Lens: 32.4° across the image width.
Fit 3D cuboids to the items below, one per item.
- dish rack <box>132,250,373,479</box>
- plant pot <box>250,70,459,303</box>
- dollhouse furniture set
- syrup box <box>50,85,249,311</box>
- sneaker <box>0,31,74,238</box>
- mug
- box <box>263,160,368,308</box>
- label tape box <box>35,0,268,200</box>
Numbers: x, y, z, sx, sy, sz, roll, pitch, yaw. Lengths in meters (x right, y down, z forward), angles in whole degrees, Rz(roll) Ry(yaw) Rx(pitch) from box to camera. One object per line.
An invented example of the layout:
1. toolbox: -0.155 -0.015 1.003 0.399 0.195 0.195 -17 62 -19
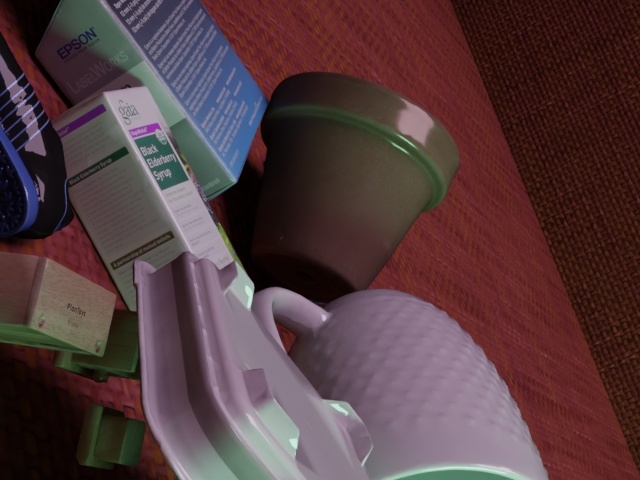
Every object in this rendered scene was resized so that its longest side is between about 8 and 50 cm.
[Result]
1. dish rack: -0.023 0.146 0.804 0.286 0.072 0.333 54 3 -21
2. plant pot: 0.021 -0.048 1.409 0.263 0.263 0.229 43 60 -43
3. dollhouse furniture set: -0.263 0.189 0.727 0.303 0.173 0.356 45 54 -68
4. syrup box: -0.178 -0.032 1.119 0.237 0.096 0.093 63 20 -3
5. sneaker: -0.287 -0.110 0.985 0.090 0.081 0.232 1 71 -71
6. mug: 0.049 0.189 1.160 0.374 0.276 0.328 41 20 -31
7. box: 0.000 0.000 1.584 0.159 0.044 0.233 34 35 -53
8. label tape box: -0.212 -0.227 1.258 0.348 0.115 0.249 53 22 -19
